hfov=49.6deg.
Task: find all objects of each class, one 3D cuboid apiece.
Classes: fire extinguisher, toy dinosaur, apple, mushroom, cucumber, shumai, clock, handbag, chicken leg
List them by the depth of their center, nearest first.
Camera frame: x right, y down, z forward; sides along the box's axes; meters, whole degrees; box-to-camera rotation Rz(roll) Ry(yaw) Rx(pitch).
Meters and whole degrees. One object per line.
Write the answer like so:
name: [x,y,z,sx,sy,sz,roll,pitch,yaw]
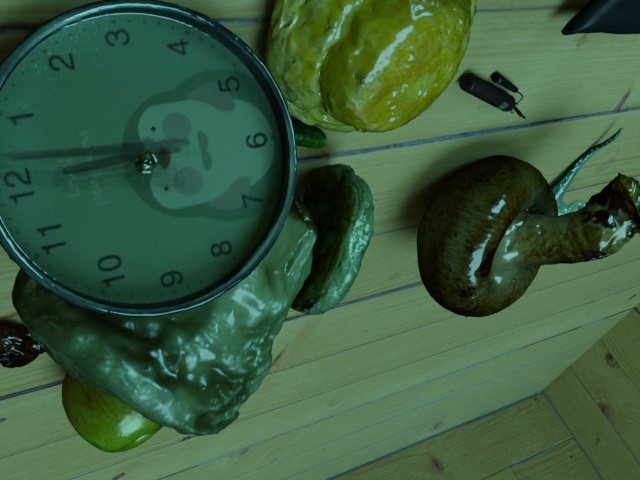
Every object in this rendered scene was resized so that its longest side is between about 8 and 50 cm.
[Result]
clock: [-0.177,-0.079,0.693,0.319,0.318,0.066,-18,-168,-19]
shumai: [-0.163,0.042,0.907,0.323,0.324,0.397,-50,169,2]
cucumber: [-0.049,-0.148,0.942,0.155,0.037,0.037,-2,141,-43]
handbag: [0.496,-0.383,1.002,0.254,0.088,0.211,-11,152,-31]
chicken leg: [-0.496,0.158,1.016,0.219,0.048,0.089,11,129,-50]
fire extinguisher: [0.281,-0.238,1.104,0.173,0.035,0.048,9,95,-48]
apple: [-0.344,0.268,1.197,0.196,0.196,0.196,-22,150,-13]
mushroom: [0.367,0.010,1.275,0.334,0.356,0.331,-61,165,-3]
toy dinosaur: [0.549,-0.088,1.530,0.129,0.076,0.383,20,119,-30]

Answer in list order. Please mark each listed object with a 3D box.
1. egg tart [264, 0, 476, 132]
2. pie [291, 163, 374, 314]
egg tart: [0.084,-0.233,0.833,0.319,0.128,0.319,-24,150,-15]
pie: [0.000,0.000,1.024,0.054,0.240,0.240,19,129,-26]
